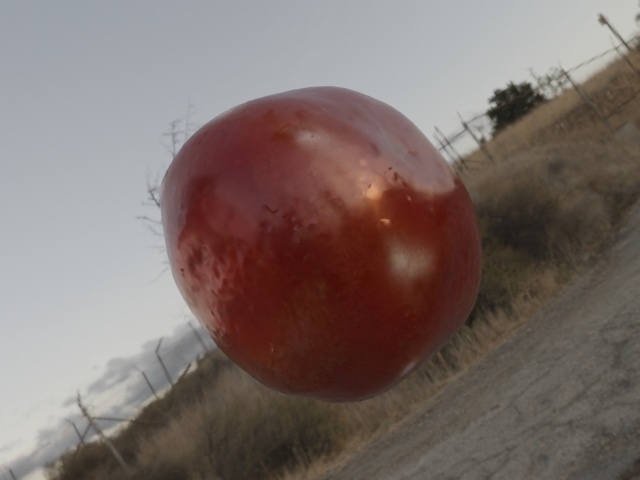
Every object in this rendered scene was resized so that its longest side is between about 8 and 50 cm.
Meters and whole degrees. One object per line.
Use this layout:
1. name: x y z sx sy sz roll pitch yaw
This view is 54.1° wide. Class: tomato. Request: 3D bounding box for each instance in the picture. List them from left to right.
1. tomato: 0.000 0.000 0.646 0.293 0.325 0.290 -15 -29 -50
